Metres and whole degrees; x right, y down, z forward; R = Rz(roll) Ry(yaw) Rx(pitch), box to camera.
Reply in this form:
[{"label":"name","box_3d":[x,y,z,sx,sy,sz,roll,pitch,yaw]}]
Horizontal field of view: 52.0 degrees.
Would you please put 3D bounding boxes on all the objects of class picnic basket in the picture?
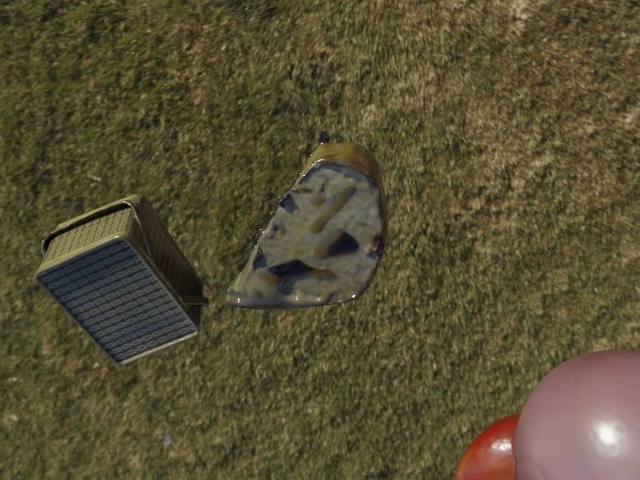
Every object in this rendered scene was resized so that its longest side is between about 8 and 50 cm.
[{"label":"picnic basket","box_3d":[-0.205,0.044,0.697,0.115,0.079,0.164,-23,124,10]}]

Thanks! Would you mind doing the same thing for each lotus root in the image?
[{"label":"lotus root","box_3d":[0.000,0.000,0.846,0.170,0.074,0.261,22,113,-9]}]

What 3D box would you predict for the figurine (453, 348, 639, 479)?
[{"label":"figurine","box_3d":[0.307,0.217,0.691,0.269,0.261,0.211,-7,101,-16]}]
